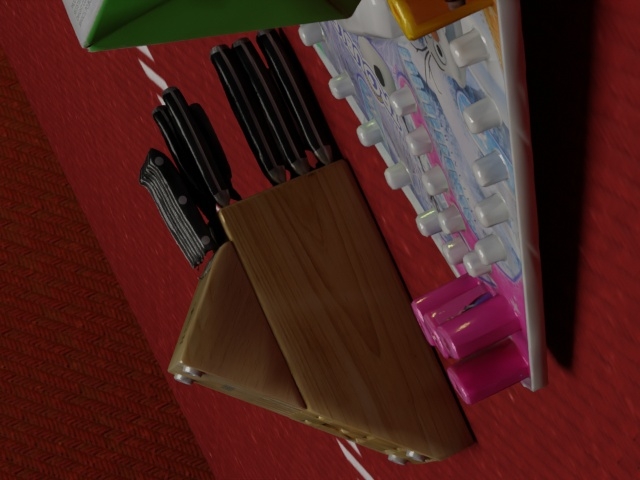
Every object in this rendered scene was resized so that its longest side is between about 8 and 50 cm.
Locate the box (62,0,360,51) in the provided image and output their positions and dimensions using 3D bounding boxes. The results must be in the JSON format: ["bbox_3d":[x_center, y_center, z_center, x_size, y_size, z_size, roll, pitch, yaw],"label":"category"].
[{"bbox_3d":[-0.038,-0.238,0.698,0.231,0.127,0.262,67,149,23],"label":"box"}]

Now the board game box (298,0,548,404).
[{"bbox_3d":[-0.003,-0.153,1.007,0.390,0.050,0.390,60,170,33],"label":"board game box"}]

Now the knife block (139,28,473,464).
[{"bbox_3d":[0.000,0.000,1.339,0.276,0.242,0.088,21,170,-6],"label":"knife block"}]
